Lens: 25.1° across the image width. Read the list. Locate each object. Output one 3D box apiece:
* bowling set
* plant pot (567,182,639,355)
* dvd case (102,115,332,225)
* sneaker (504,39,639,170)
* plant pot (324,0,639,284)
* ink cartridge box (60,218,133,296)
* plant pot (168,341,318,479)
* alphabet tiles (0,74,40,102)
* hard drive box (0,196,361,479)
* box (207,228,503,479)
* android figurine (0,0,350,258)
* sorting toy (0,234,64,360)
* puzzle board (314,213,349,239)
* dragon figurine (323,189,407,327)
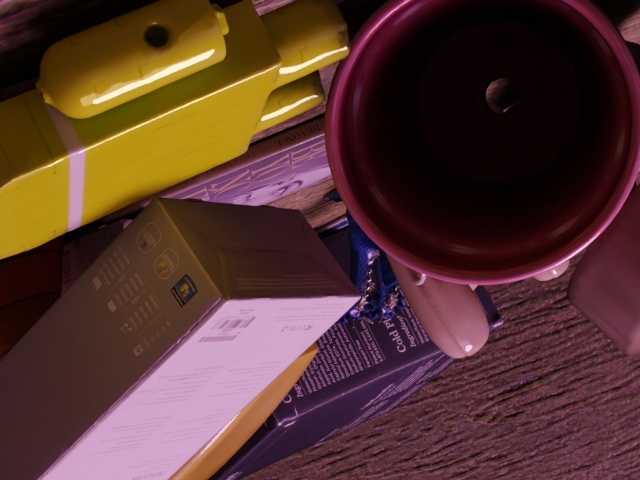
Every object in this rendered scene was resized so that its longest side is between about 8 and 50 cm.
[{"bbox_3d":[0.139,-0.052,1.175,0.200,0.154,0.287,-30,-162,8],"label":"bowling set"},{"bbox_3d":[0.379,0.030,0.983,0.323,0.280,0.323,-36,162,-14],"label":"plant pot"},{"bbox_3d":[-0.071,-0.046,1.209,0.221,0.018,0.164,-23,170,-5],"label":"dvd case"},{"bbox_3d":[0.223,-0.122,1.254,0.146,0.122,0.330,23,167,-24],"label":"sneaker"},{"bbox_3d":[0.115,-0.085,0.968,0.201,0.201,0.180,-26,-175,14],"label":"plant pot"},{"bbox_3d":[-0.167,0.039,1.147,0.052,0.088,0.122,2,166,-41],"label":"ink cartridge box"},{"bbox_3d":[-0.128,0.105,1.350,0.187,0.212,0.212,-37,173,13],"label":"plant pot"},{"bbox_3d":[-0.189,-0.058,0.881,0.237,0.009,0.198,-21,171,-12],"label":"alphabet tiles"},{"bbox_3d":[-0.113,0.081,1.005,0.232,0.089,0.181,-44,158,21],"label":"hard drive box"},{"bbox_3d":[-0.011,0.134,1.718,0.312,0.179,0.343,-22,166,-29],"label":"box"},{"bbox_3d":[-0.118,-0.062,0.824,0.273,0.056,0.248,-24,172,-13],"label":"android figurine"},{"bbox_3d":[-0.309,0.078,0.987,0.365,0.126,0.127,-15,167,-48],"label":"sorting toy"},{"bbox_3d":[0.000,0.000,1.659,0.128,0.011,0.096,-27,170,22],"label":"puzzle board"},{"bbox_3d":[0.090,-0.010,1.412,0.085,0.144,0.289,-16,168,-42],"label":"dragon figurine"}]
